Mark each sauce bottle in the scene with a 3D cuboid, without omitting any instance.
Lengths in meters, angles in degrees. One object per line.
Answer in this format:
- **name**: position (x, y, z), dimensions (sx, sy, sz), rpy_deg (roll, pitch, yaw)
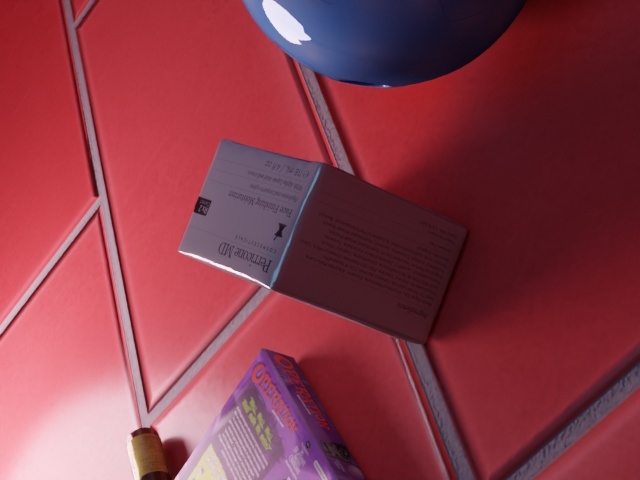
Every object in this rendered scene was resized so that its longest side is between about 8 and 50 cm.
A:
- **sauce bottle**: position (-0.183, 0.262, 1.426), dimensions (0.042, 0.042, 0.128), rpy_deg (-52, 36, 23)

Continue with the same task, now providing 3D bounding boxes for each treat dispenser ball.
- **treat dispenser ball**: position (0.057, -0.282, 1.175), dimensions (0.288, 0.288, 0.288), rpy_deg (-29, 50, 43)

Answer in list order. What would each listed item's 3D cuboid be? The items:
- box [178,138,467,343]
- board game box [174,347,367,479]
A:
- **box**: position (0.000, 0.000, 1.195), dimensions (0.181, 0.182, 0.119), rpy_deg (18, 86, 55)
- **board game box**: position (-0.033, 0.283, 1.211), dimensions (0.208, 0.056, 0.347), rpy_deg (-60, 35, 20)
